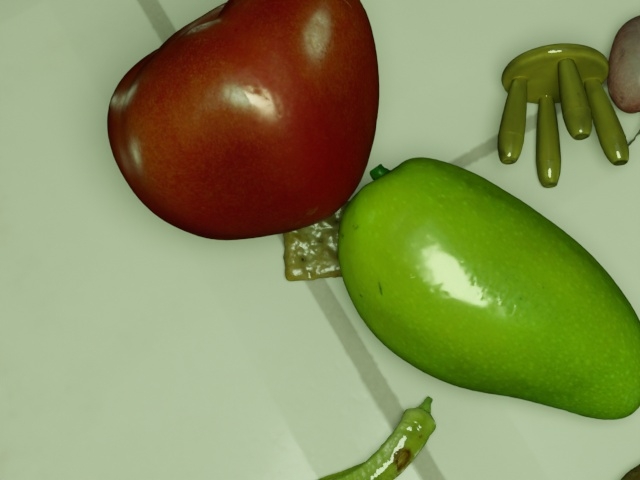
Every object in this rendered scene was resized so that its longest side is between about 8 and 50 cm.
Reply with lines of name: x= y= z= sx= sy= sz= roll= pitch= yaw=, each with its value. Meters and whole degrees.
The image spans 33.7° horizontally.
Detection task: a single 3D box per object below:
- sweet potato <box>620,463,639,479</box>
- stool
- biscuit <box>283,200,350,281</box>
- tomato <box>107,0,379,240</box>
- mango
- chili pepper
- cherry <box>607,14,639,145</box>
sweet potato: x=0.259 y=0.286 z=1.005 sx=0.286 sy=0.085 sz=0.112 roll=-37 pitch=74 yaw=-7
stool: x=0.245 y=-0.128 z=1.085 sx=0.135 sy=0.134 sz=0.110 roll=0 pitch=68 yaw=-4
biscuit: x=0.000 y=0.000 z=1.115 sx=0.081 sy=0.018 sz=0.083 roll=-4 pitch=76 yaw=1
tomato: x=-0.059 y=-0.121 z=1.030 sx=0.298 sy=0.298 sz=0.226 roll=-40 pitch=108 yaw=-8
mango: x=0.169 y=0.059 z=1.026 sx=0.343 sy=0.156 sz=0.192 roll=33 pitch=88 yaw=4
chili pepper: x=0.038 y=0.231 z=1.047 sx=0.208 sy=0.043 sz=0.049 roll=-34 pitch=91 yaw=-6
cherry: x=0.350 y=-0.180 z=1.112 sx=0.106 sy=0.087 sz=0.126 roll=-19 pitch=79 yaw=-14
